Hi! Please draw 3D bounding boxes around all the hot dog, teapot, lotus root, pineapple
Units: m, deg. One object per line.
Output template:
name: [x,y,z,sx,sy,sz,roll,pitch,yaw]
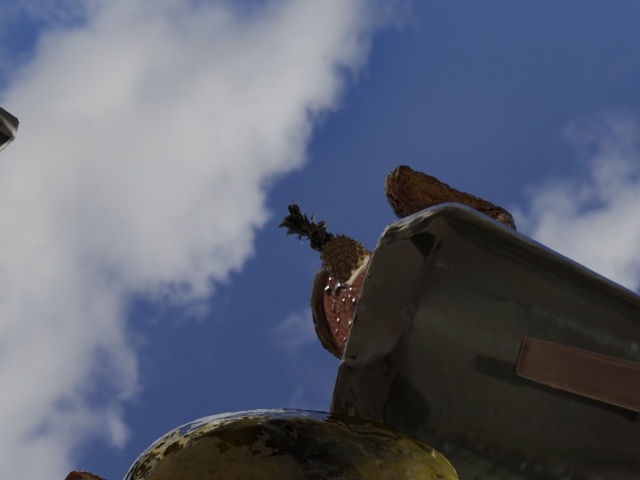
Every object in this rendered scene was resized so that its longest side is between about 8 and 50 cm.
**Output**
hot dog: [0.123,-0.022,1.083,0.147,0.099,0.065,30,-103,34]
teapot: [0.190,0.115,0.804,0.344,0.300,0.253,12,-100,10]
lotus root: [-0.032,0.157,0.567,0.278,0.154,0.154,9,-146,-34]
pineapple: [0.000,0.000,1.322,0.124,0.058,0.058,38,-115,11]

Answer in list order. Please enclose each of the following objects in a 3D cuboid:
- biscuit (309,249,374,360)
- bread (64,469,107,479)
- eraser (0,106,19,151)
biscuit: [0.066,0.103,1.640,0.049,0.192,0.192,-21,-150,54]
bread: [-0.161,0.314,0.869,0.139,0.095,0.269,14,-95,-10]
eraser: [-0.318,-0.114,0.925,0.052,0.122,0.029,-31,-142,30]
